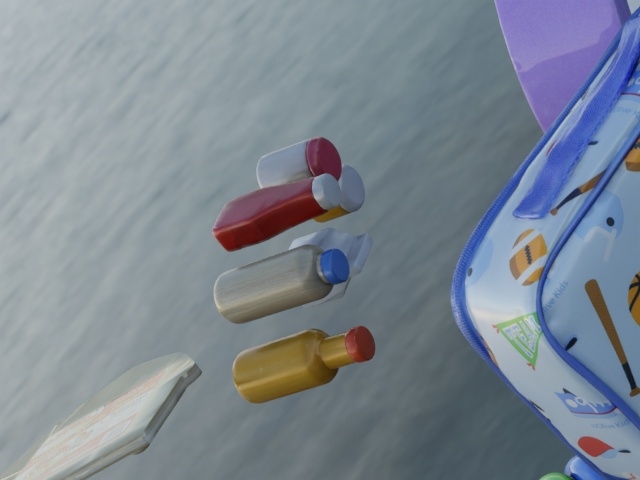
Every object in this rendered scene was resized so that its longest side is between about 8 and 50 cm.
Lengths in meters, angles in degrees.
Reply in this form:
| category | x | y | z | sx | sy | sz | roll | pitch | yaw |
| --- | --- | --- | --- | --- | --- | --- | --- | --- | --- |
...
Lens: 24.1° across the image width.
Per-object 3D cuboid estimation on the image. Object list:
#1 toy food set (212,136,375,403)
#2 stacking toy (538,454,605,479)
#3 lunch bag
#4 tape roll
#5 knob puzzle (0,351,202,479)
| category | x | y | z | sx | sy | sz | roll | pitch | yaw |
| --- | --- | --- | --- | --- | --- | --- | --- | --- | --- |
| toy food set | 0.000 | 0.000 | 1.083 | 0.105 | 0.111 | 0.232 | -18 | 29 | 32 |
| stacking toy | 0.227 | 0.270 | 1.393 | 0.330 | 0.141 | 0.141 | -25 | 18 | -7 |
| lunch bag | 0.231 | -0.009 | 0.947 | 0.303 | 0.243 | 0.115 | -54 | 23 | -19 |
| tape roll | 0.226 | -0.195 | 1.210 | 0.090 | 0.274 | 0.274 | -15 | 33 | 26 |
| knob puzzle | -0.160 | 0.145 | 1.107 | 0.213 | 0.030 | 0.213 | -34 | 11 | 7 |
